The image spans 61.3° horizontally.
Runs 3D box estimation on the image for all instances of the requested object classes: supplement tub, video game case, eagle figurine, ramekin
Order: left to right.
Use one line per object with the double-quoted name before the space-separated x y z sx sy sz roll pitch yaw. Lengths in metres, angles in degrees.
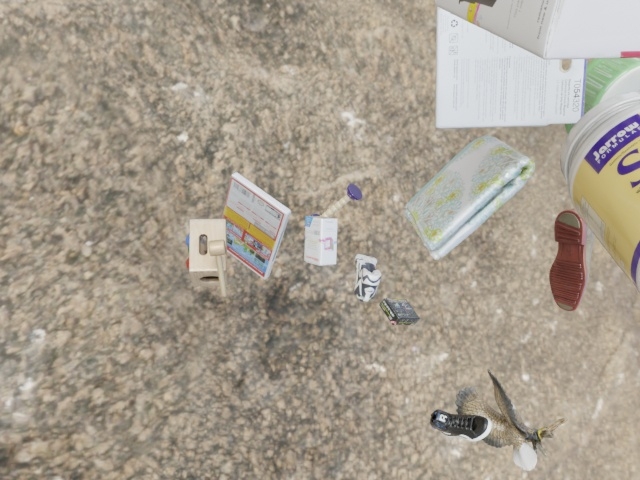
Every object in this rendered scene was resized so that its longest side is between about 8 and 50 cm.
"video game case" -0.204 -0.037 1.589 0.204 0.285 0.025 36 44 14
"eagle figurine" 0.632 0.606 1.847 0.298 0.225 0.226 31 89 -5
"ramekin" 0.784 -0.322 1.340 0.303 0.303 0.148 53 20 -19
"supplement tub" 0.530 -0.065 0.812 0.241 0.241 0.331 40 25 -29

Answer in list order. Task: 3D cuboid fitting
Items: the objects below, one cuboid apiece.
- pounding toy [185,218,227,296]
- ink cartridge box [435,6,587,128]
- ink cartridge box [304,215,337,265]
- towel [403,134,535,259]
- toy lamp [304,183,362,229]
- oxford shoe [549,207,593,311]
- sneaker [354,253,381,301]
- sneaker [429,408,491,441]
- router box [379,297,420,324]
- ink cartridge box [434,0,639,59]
"pounding toy" -0.259 0.042 1.219 0.094 0.206 0.181 -1 69 -9
"ink cartridge box" 0.436 -0.427 1.254 0.071 0.330 0.324 -36 126 -71
"ink cartridge box" 0.000 0.000 1.415 0.052 0.088 0.122 -1 97 -30
"towel" 0.422 -0.136 1.592 0.090 0.374 0.320 40 15 -20
"toy lamp" 0.040 -0.113 2.084 0.080 0.275 0.080 30 39 -27
"oxford shoe" 0.834 0.061 1.750 0.130 0.123 0.348 -17 114 -35
"sneaker" 0.172 0.157 2.120 0.094 0.235 0.153 9 110 -15
"sneaker" 0.443 0.602 1.772 0.121 0.217 0.079 30 57 -18
"router box" 0.271 0.244 1.850 0.122 0.038 0.092 9 37 -42
"ink cartridge box" 0.317 -0.342 0.707 0.226 0.306 0.131 -6 124 -13
